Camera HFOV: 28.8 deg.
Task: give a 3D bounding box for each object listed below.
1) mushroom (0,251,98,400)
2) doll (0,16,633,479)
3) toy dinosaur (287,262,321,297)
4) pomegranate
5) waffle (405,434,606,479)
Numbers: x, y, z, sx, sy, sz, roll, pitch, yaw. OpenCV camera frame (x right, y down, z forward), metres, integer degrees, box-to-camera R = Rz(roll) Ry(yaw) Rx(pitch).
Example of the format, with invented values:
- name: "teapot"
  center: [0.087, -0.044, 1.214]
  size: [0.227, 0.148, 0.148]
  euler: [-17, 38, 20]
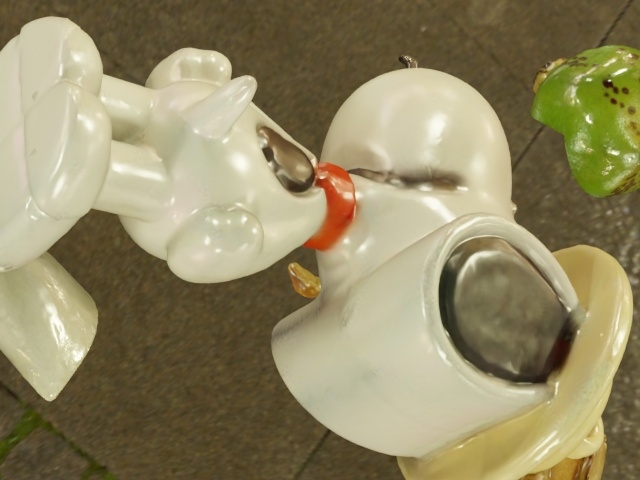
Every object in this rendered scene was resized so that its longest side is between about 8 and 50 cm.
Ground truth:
- name: "mushroom"
  center: [-0.425, 0.003, 1.424]
  size: [0.126, 0.177, 0.397]
  euler: [-42, 111, 7]
- name: "doll"
  center: [-0.002, 0.016, 0.507]
  size: [0.271, 0.144, 0.208]
  euler: [-5, 65, -45]
- name: "toy dinosaur"
  center: [0.040, 0.085, 1.082]
  size: [0.126, 0.039, 0.162]
  euler: [-6, 73, -45]
- name: "pomegranate"
  center: [0.277, -0.134, 1.208]
  size: [0.143, 0.122, 0.169]
  euler: [-1, 53, -24]
- name: "waffle"
  center: [0.172, 0.331, 1.324]
  size: [0.098, 0.224, 0.328]
  euler: [14, 89, -37]
